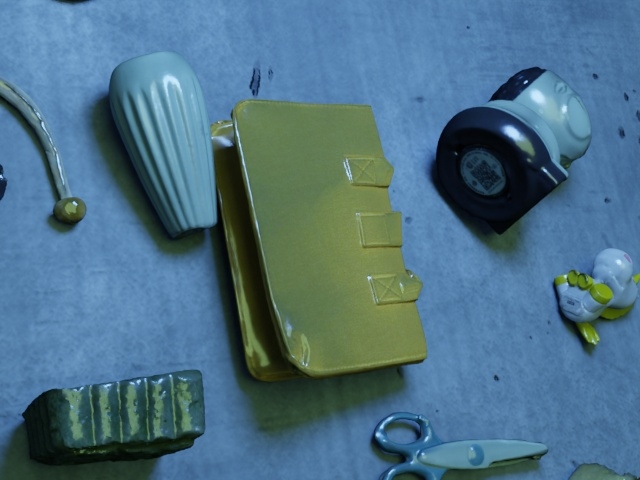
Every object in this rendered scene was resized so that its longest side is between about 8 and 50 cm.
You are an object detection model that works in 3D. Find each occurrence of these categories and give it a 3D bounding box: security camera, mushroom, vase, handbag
[{"bbox_3d":[0.331,-0.170,1.610,0.191,0.197,0.277,47,51,6],"label":"security camera"},{"bbox_3d":[-0.400,-0.153,1.311,0.306,0.043,0.068,55,33,2],"label":"mushroom"},{"bbox_3d":[-0.205,-0.127,1.354,0.128,0.128,0.248,-16,89,-31],"label":"vase"},{"bbox_3d":[0.000,0.000,1.411,0.283,0.133,0.400,-4,74,-34],"label":"handbag"}]

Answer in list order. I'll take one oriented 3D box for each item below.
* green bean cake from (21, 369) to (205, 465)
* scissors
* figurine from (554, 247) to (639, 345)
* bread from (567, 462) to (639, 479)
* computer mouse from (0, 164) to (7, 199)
[{"bbox_3d":[-0.245,0.213,1.169,0.185,0.183,0.094,1,75,-27],"label":"green bean cake"},{"bbox_3d":[0.210,0.315,1.449,0.289,0.041,0.137,1,73,-23],"label":"scissors"},{"bbox_3d":[0.474,0.084,1.652,0.178,0.109,0.129,-29,113,-32],"label":"figurine"},{"bbox_3d":[0.348,0.464,1.297,0.242,0.346,0.404,21,69,-24],"label":"bread"},{"bbox_3d":[-0.470,-0.071,1.229,0.172,0.057,0.099,-14,77,-34],"label":"computer mouse"}]
